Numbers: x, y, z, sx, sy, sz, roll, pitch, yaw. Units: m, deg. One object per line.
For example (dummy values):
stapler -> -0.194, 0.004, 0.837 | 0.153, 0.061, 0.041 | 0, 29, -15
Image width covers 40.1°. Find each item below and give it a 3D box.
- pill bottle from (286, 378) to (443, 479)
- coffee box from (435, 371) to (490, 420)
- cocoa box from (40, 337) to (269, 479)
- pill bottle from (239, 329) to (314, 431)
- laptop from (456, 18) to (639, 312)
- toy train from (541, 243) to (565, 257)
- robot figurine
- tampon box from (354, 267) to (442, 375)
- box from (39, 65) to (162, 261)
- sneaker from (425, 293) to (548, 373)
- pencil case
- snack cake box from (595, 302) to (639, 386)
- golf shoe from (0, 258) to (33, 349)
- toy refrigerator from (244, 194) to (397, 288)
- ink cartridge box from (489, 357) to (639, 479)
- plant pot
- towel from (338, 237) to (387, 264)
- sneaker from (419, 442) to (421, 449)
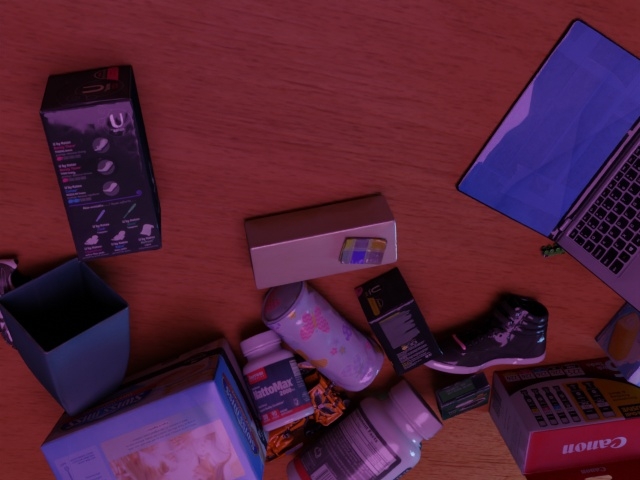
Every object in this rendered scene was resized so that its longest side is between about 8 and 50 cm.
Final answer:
pill bottle -> 0.098, 0.444, 1.855 | 0.318, 0.176, 0.176 | -40, 121, 2
coffee box -> 0.303, 0.335, 1.871 | 0.113, 0.041, 0.184 | -23, 158, 1
cocoa box -> -0.300, 0.377, 1.657 | 0.347, 0.228, 0.232 | -22, 101, 5
pill bottle -> -0.092, 0.272, 1.718 | 0.107, 0.108, 0.180 | -22, 80, 1
laptop -> 0.548, -0.117, 1.612 | 0.236, 0.408, 0.382 | 3, 126, -54
toy train -> 0.492, 0.018, 1.799 | 0.083, 0.017, 0.024 | -13, 132, -5
robot figurine -> -0.077, 0.365, 1.831 | 0.291, 0.085, 0.211 | -32, 122, 7
tampon box -> 0.153, 0.162, 1.744 | 0.101, 0.120, 0.161 | -27, 122, 3
box -> -0.351, -0.126, 1.434 | 0.143, 0.165, 0.271 | -10, 122, -7
sneaker -> 0.344, 0.186, 1.818 | 0.295, 0.105, 0.147 | -4, 119, -18
pencil case -> 0.008, 0.184, 1.726 | 0.273, 0.113, 0.124 | 42, 68, -29
snack cake box -> 0.728, 0.172, 1.862 | 0.089, 0.152, 0.264 | 26, 111, -24
golf shoe -> -0.546, 0.119, 1.587 | 0.093, 0.077, 0.198 | -21, 123, -1
toy refrigerator -> 0.000, 0.000, 1.634 | 0.269, 0.094, 0.102 | -11, 129, -6
ink cartridge box -> 0.559, 0.394, 1.884 | 0.309, 0.272, 0.130 | -6, 121, -10
plant pot -> -0.447, 0.193, 1.576 | 0.165, 0.165, 0.234 | -31, 142, -33
towel -> 0.079, 0.020, 1.603 | 0.083, 0.009, 0.060 | 4, 127, -18
sneaker -> 0.133, 0.526, 1.961 | 0.234, 0.106, 0.078 | -32, 122, 6
